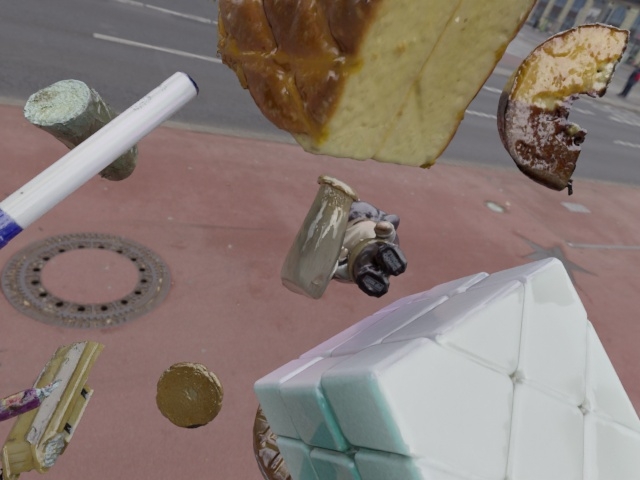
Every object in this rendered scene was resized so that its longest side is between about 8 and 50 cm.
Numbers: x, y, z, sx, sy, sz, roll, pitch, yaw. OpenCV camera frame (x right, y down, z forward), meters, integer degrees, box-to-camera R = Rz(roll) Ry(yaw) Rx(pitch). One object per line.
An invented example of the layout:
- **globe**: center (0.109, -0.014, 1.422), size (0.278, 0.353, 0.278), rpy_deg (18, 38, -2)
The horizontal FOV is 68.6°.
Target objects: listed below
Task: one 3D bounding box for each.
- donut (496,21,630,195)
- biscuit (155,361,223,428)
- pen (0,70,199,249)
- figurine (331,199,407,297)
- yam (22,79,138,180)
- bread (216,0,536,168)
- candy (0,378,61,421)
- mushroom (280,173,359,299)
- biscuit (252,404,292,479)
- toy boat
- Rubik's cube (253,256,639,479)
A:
- **donut**: center (0.320, -0.193, 0.659), size (0.141, 0.217, 0.085), rpy_deg (18, 17, -5)
- **biscuit**: center (-0.406, 0.478, 1.457), size (0.225, 0.226, 0.042), rpy_deg (24, 9, 6)
- **pen**: center (-0.216, -0.070, 0.424), size (0.033, 0.033, 0.269), rpy_deg (33, 66, 21)
- **figurine**: center (0.080, 0.018, 1.084), size (0.206, 0.218, 0.365), rpy_deg (25, 7, 3)
- **yam**: center (-0.519, -0.249, 1.049), size (0.154, 0.154, 0.254), rpy_deg (32, -9, 19)
- **bread**: center (0.045, -0.261, 0.484), size (0.207, 0.279, 0.279), rpy_deg (-3, 45, -41)
- **candy**: center (-0.601, 0.323, 0.922), size (0.175, 0.043, 0.045), rpy_deg (-19, 31, -26)
- **mushroom**: center (-0.004, 0.005, 0.853), size (0.096, 0.247, 0.108), rpy_deg (25, 17, 12)
- **biscuit**: center (-0.039, 0.526, 1.215), size (0.268, 0.115, 0.366), rpy_deg (-7, 46, -27)
- **toy boat**: center (-0.706, 0.443, 1.292), size (0.135, 0.162, 0.445), rpy_deg (-19, 32, 7)
- **Rubik's cube**: center (0.156, 0.244, 0.587), size (0.318, 0.316, 0.322), rpy_deg (-22, 84, -33)
